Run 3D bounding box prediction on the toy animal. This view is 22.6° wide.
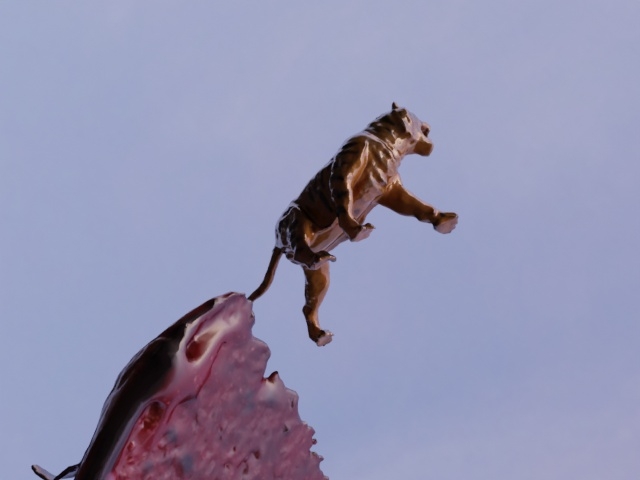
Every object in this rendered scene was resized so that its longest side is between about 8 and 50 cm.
[{"bbox_3d":[-0.004,-0.002,1.370,0.255,0.114,0.116,-43,-124,23],"label":"toy animal"}]

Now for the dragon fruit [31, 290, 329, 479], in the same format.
[{"bbox_3d":[-0.114,0.220,1.209,0.100,0.343,0.282,15,-133,39],"label":"dragon fruit"}]
